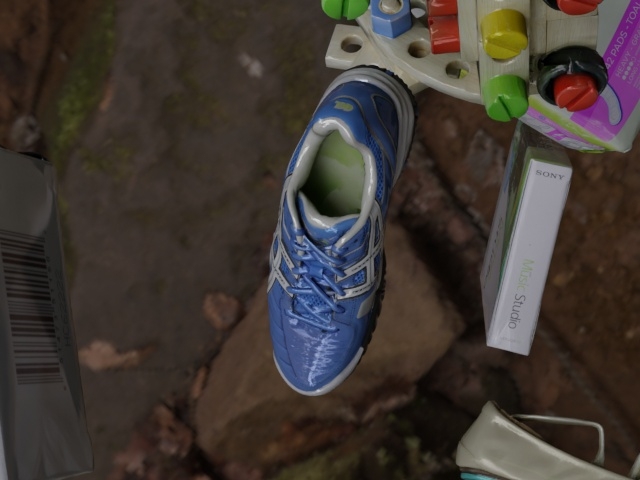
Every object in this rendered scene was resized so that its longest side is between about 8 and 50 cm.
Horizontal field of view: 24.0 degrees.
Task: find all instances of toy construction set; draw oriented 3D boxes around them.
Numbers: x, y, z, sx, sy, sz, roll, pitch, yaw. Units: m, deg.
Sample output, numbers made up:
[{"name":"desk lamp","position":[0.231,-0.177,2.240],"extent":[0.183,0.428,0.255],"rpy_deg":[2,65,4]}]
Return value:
[{"name":"toy construction set","position":[0.077,-0.164,0.987],"extent":[0.215,0.328,0.151],"rpy_deg":[-6,73,4]}]

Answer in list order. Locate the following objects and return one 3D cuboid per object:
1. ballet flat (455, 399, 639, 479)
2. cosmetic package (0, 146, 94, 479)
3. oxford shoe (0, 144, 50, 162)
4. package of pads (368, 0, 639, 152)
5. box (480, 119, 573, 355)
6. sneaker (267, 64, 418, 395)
[{"name":"ballet flat","position":[0.234,0.193,1.216],"extent":[0.248,0.086,0.086],"rpy_deg":[19,125,10]},{"name":"cosmetic package","position":[-0.403,0.083,1.028],"extent":[0.453,0.161,0.230],"rpy_deg":[-8,84,11]},{"name":"oxford shoe","position":[-0.307,-0.045,1.237],"extent":[0.097,0.271,0.098],"rpy_deg":[36,99,9]},{"name":"package of pads","position":[0.180,-0.228,1.284],"extent":[0.296,0.229,0.101],"rpy_deg":[30,175,-20]},{"name":"box","position":[0.252,-0.015,1.872],"extent":[0.058,0.322,0.232],"rpy_deg":[12,103,1]},{"name":"sneaker","position":[0.000,0.000,0.909],"extent":[0.080,0.081,0.211],"rpy_deg":[14,111,16]}]
